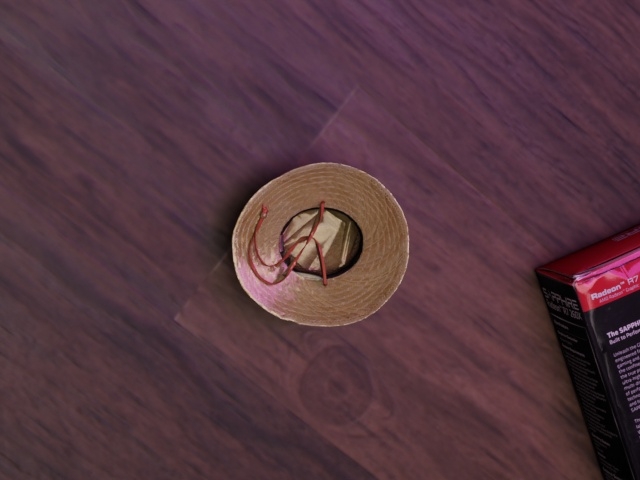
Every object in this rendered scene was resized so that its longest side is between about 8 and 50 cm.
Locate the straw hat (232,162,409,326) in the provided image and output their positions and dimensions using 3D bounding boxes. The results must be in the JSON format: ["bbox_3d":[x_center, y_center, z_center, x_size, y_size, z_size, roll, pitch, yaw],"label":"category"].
[{"bbox_3d":[0.000,0.000,1.554,0.144,0.061,0.145,0,97,0],"label":"straw hat"}]

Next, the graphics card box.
[{"bbox_3d":[0.357,0.151,1.673,0.232,0.094,0.371,-24,103,-13],"label":"graphics card box"}]
